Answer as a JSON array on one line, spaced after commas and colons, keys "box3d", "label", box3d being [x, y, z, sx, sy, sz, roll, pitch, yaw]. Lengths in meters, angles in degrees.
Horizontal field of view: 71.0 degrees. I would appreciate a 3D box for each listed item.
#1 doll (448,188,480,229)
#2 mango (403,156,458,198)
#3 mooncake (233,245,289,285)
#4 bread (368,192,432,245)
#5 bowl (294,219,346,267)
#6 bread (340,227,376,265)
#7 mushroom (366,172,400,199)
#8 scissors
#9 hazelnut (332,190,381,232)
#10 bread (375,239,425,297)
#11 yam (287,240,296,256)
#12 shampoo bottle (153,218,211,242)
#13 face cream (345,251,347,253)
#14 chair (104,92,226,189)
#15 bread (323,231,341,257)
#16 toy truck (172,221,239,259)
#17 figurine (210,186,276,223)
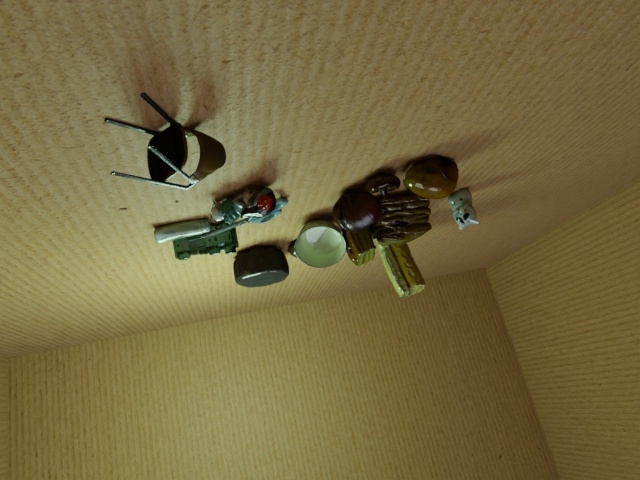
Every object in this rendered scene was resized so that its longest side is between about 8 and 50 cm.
[{"box3d": [0.673, -0.153, 2.119, 0.106, 0.181, 0.110, 22, 144, -40], "label": "doll"}, {"box3d": [0.425, -0.233, 1.755, 0.235, 0.136, 0.166, 8, 155, -38], "label": "mango"}, {"box3d": [-0.307, 0.137, 2.293, 0.305, 0.154, 0.306, -13, 161, -5], "label": "mooncake"}, {"box3d": [0.352, -0.070, 2.099, 0.313, 0.192, 0.370, -11, 163, -10], "label": "bread"}, {"box3d": [0.000, 0.000, 2.070, 0.237, 0.126, 0.238, 0, 125, 0], "label": "bowl"}, {"box3d": [0.160, -0.021, 2.022, 0.110, 0.234, 0.184, -17, 161, -6], "label": "bread"}, {"box3d": [0.247, -0.215, 1.768, 0.135, 0.080, 0.171, -3, 164, 7], "label": "mushroom"}, {"box3d": [-0.291, -0.079, 1.724, 0.360, 0.030, 0.191, -22, 168, -26], "label": "scissors"}, {"box3d": [0.152, -0.128, 1.836, 0.177, 0.178, 0.203, 3, 176, -40], "label": "hazelnut"}, {"box3d": [0.413, 0.108, 2.377, 0.165, 0.376, 0.236, -24, 164, 6], "label": "bread"}, {"box3d": [-0.095, 0.030, 2.252, 0.127, 0.084, 0.084, -32, 155, 34], "label": "yam"}, {"box3d": [-0.538, -0.039, 1.758, 0.212, 0.049, 0.072, -13, 130, -7], "label": "shampoo bottle"}, {"box3d": [0.078, 0.044, 2.391, 0.311, 0.092, 0.092, -19, 161, 20], "label": "face cream"}, {"box3d": [-0.385, -0.230, 1.142, 0.172, 0.159, 0.246, -23, 159, 21], "label": "chair"}, {"box3d": [0.046, 0.036, 2.215, 0.139, 0.178, 0.060, -16, 129, 17], "label": "bread"}, {"box3d": [-0.473, 0.012, 1.859, 0.259, 0.129, 0.135, -10, 175, -11], "label": "toy truck"}, {"box3d": [-0.274, -0.119, 1.608, 0.245, 0.138, 0.110, -14, 118, 15], "label": "figurine"}]
